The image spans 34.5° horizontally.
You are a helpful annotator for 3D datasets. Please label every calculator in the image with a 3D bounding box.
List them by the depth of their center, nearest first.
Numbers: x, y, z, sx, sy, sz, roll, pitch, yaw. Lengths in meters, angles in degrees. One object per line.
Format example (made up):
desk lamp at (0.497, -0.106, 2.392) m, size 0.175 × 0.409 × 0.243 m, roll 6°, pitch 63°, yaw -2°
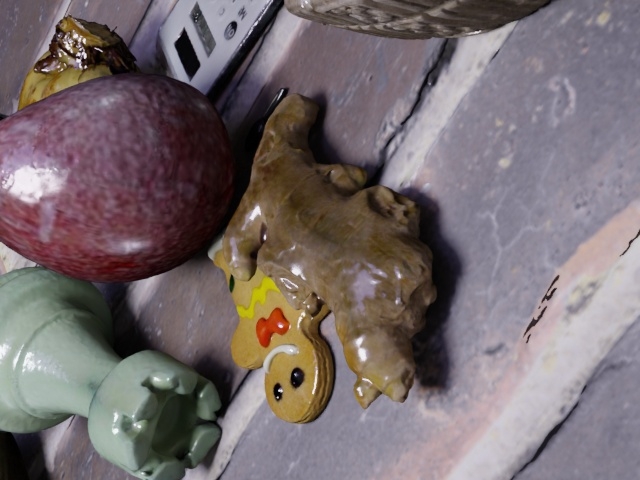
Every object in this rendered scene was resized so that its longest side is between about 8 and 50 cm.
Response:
calculator at (-0.099, -0.274, 1.145) m, size 0.261 × 0.021 × 0.161 m, roll -50°, pitch 47°, yaw 30°

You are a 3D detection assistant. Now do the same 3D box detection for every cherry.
cherry at (-0.215, -0.061, 1.045) m, size 0.230 × 0.300 × 0.203 m, roll 147°, pitch 120°, yaw -63°

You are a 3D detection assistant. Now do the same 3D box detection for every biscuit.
biscuit at (-0.046, 0.062, 0.995) m, size 0.158 × 0.035 × 0.240 m, roll -45°, pitch 50°, yaw 37°

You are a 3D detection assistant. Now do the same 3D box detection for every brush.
brush at (-0.058, -0.125, 1.071) m, size 0.083 × 0.008 × 0.024 m, roll -54°, pitch 43°, yaw 28°

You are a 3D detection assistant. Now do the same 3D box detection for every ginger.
ginger at (0.001, 0.001, 0.904) m, size 0.166 × 0.080 × 0.333 m, roll -42°, pitch 53°, yaw 2°

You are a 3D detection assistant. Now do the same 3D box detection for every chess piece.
chess piece at (-0.245, 0.151, 1.107) m, size 0.299 × 0.194 × 0.194 m, roll 18°, pitch 96°, yaw 42°

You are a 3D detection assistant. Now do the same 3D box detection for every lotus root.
lotus root at (-0.293, -0.129, 1.250) m, size 0.169 × 0.141 × 0.314 m, roll 54°, pitch 131°, yaw 44°

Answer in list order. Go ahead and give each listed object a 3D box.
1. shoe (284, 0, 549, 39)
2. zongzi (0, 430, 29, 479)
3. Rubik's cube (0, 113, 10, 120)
shoe at (0.121, -0.274, 0.762) m, size 0.351 × 0.172 × 0.198 m, roll -13°, pitch 81°, yaw 35°
zongzi at (-0.462, 0.486, 1.288) m, size 0.432 × 0.208 × 0.403 m, roll -63°, pitch 35°, yaw 36°
Rubik's cube at (-0.443, -0.090, 1.400) m, size 0.163 × 0.162 × 0.160 m, roll 22°, pitch 98°, yaw 51°
